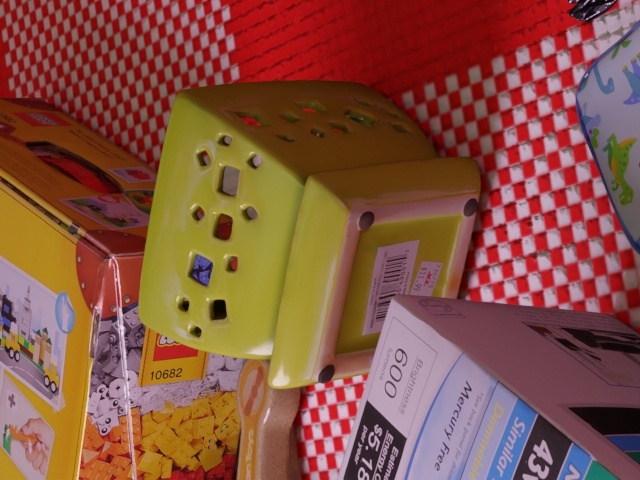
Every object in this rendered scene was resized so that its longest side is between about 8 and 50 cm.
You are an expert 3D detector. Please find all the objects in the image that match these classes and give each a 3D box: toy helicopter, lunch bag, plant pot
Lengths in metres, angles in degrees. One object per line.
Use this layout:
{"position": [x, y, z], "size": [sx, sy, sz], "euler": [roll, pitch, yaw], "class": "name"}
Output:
{"position": [-0.067, 0.287, 1.849], "size": [0.235, 0.140, 0.355], "euler": [-9, 76, 62], "class": "toy helicopter"}
{"position": [0.290, -0.091, 1.324], "size": [0.219, 0.090, 0.176], "euler": [-44, 58, 46], "class": "lunch bag"}
{"position": [0.000, 0.000, 1.622], "size": [0.207, 0.227, 0.228], "euler": [31, 118, 41], "class": "plant pot"}

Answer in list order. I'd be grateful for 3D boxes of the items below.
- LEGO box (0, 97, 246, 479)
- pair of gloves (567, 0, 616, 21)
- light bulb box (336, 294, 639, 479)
{"position": [-0.293, 0.090, 2.045], "size": [0.500, 0.193, 0.372], "euler": [32, 119, 48], "class": "LEGO box"}
{"position": [0.215, -0.220, 1.479], "size": [0.074, 0.010, 0.083], "euler": [-40, 64, 46], "class": "pair of gloves"}
{"position": [0.181, 0.273, 1.340], "size": [0.361, 0.225, 0.358], "euler": [38, 117, 54], "class": "light bulb box"}
